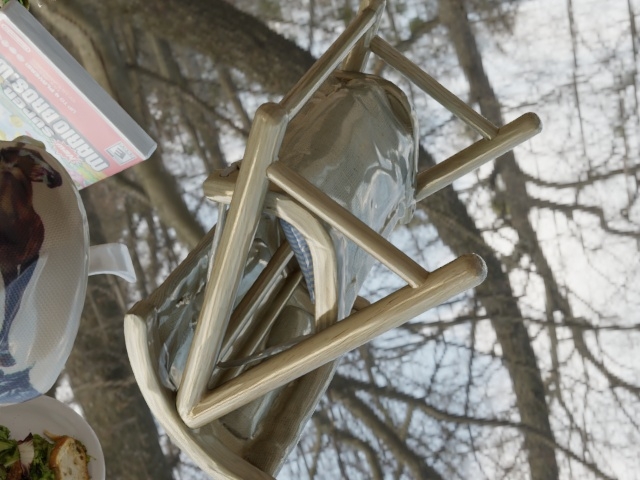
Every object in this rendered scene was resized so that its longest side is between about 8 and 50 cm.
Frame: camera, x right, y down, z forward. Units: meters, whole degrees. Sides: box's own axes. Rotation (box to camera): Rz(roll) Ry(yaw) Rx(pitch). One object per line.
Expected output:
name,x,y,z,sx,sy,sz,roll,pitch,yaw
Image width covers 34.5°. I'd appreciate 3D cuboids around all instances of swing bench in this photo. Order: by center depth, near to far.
swing bench,0.000,0.000,0.722,0.254,0.165,0.253,-51,-177,32

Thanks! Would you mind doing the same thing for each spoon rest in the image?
spoon rest,-0.386,0.064,1.346,0.276,0.137,0.084,-20,164,-2

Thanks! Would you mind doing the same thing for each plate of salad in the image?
plate of salad,-0.323,0.238,1.058,0.200,0.048,0.199,6,-128,-8

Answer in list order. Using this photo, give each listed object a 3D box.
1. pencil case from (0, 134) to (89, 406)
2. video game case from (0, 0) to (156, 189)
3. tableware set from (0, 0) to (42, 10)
pencil case,-0.320,0.015,0.512,0.410,0.183,0.160,-1,168,-42
video game case,-0.325,-0.135,1.132,0.285,0.204,0.025,-15,-145,50
tableware set,-0.475,-0.415,1.632,0.154,0.104,0.024,-18,-164,29
